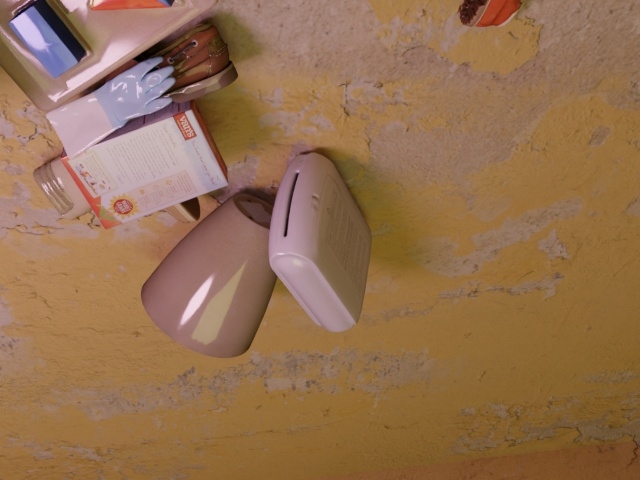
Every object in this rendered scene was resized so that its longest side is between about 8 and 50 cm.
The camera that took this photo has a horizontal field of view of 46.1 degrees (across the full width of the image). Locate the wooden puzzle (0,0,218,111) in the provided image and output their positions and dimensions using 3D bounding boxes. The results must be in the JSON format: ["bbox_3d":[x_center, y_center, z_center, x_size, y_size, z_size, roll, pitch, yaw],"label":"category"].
[{"bbox_3d":[-0.362,-0.364,1.003,0.347,0.080,0.322,-26,121,18],"label":"wooden puzzle"}]

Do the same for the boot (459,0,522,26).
[{"bbox_3d":[0.300,-0.408,1.214,0.084,0.059,0.158,4,147,-24],"label":"boot"}]

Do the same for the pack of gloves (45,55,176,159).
[{"bbox_3d":[-0.345,-0.257,1.140,0.232,0.046,0.195,-25,95,16],"label":"pack of gloves"}]

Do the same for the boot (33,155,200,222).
[{"bbox_3d":[-0.369,-0.089,1.387,0.203,0.095,0.262,-29,132,18],"label":"boot"}]

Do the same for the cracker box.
[{"bbox_3d":[-0.290,-0.130,1.265,0.232,0.067,0.156,-19,126,5],"label":"cracker box"}]

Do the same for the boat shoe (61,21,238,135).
[{"bbox_3d":[-0.291,-0.262,1.210,0.307,0.111,0.104,-20,118,5],"label":"boat shoe"}]

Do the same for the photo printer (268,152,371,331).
[{"bbox_3d":[0.000,0.000,1.476,0.107,0.256,0.307,-4,146,23],"label":"photo printer"}]

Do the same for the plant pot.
[{"bbox_3d":[-0.188,0.049,1.520,0.256,0.256,0.274,18,116,-32],"label":"plant pot"}]
